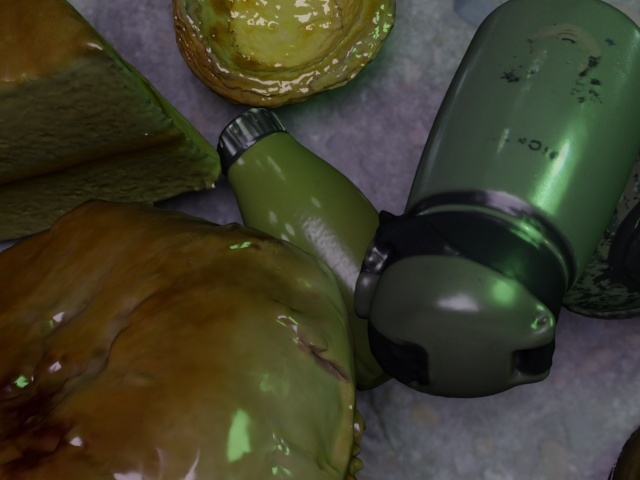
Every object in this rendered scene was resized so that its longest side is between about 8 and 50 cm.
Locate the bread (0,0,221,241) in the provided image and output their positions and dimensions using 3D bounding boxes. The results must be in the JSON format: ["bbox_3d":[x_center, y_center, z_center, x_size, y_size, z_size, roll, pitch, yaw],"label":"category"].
[{"bbox_3d":[-0.312,-0.052,0.845,0.361,0.233,0.245,-43,61,0],"label":"bread"}]

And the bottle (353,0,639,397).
[{"bbox_3d":[0.148,-0.035,0.788,0.168,0.168,0.347,23,58,11],"label":"bottle"}]

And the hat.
[{"bbox_3d":[0.310,0.004,0.822,0.265,0.265,0.128,-44,114,-6],"label":"hat"}]

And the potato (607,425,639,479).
[{"bbox_3d":[0.343,0.207,0.713,0.229,0.266,0.229,0,78,2],"label":"potato"}]

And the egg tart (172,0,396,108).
[{"bbox_3d":[-0.035,-0.214,0.941,0.212,0.090,0.213,-1,77,4],"label":"egg tart"}]

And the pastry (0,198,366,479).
[{"bbox_3d":[-0.153,0.151,0.740,0.409,0.245,0.410,-19,37,15],"label":"pastry"}]

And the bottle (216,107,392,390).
[{"bbox_3d":[0.000,0.000,0.872,0.112,0.112,0.260,-35,75,-4],"label":"bottle"}]
